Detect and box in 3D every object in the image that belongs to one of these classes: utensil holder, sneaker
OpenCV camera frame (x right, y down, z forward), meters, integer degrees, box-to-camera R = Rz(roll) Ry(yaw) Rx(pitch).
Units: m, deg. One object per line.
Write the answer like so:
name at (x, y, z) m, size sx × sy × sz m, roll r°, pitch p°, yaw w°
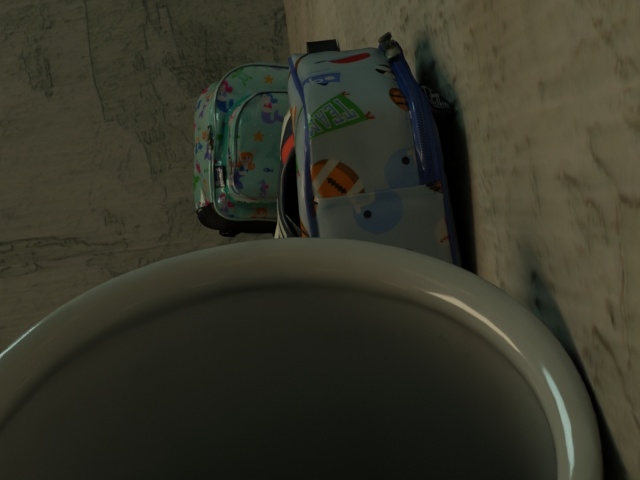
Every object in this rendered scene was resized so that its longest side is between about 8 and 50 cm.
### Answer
utensil holder at (-0.008, 0.247, 0.736) m, size 0.327 × 0.328 × 0.385 m, roll -102°, pitch 2°, yaw -53°
sneaker at (0.000, 0.000, 1.673) m, size 0.148 × 0.131 × 0.350 m, roll -94°, pitch -2°, yaw -64°

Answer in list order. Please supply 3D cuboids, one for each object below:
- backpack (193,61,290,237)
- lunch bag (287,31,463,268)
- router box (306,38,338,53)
backpack at (-0.079, -0.145, 2.023) m, size 0.191 × 0.225 × 0.253 m, roll 149°, pitch 120°, yaw -63°
lunch bag at (0.044, -0.006, 1.024) m, size 0.243 × 0.115 × 0.303 m, roll -99°, pitch 1°, yaw -69°
router box at (0.014, -0.163, 1.804) m, size 0.133 × 0.046 × 0.179 m, roll 88°, pitch 174°, yaw -59°
